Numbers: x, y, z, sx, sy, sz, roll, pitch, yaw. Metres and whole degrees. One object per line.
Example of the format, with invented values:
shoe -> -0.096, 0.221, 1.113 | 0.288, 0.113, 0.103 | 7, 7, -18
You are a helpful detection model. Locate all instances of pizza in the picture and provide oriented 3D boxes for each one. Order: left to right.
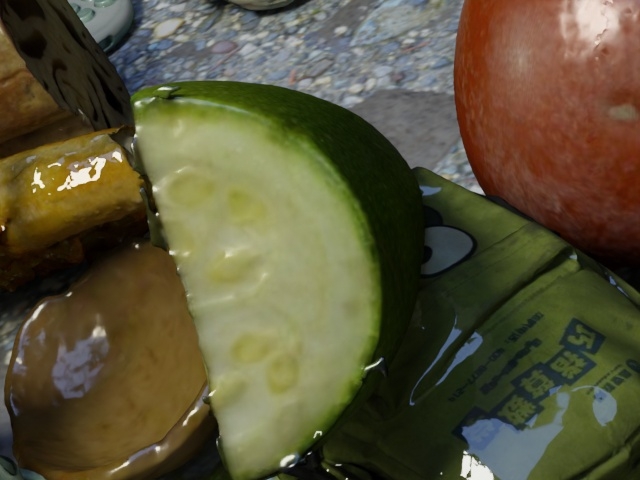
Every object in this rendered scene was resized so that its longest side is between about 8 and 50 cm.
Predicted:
pizza -> -0.193, -0.015, 1.193 | 0.226, 0.086, 0.336 | -10, -4, -43

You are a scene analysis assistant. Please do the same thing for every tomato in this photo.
tomato -> 0.208, -0.113, 0.999 | 0.265, 0.265, 0.265 | -15, 34, 10

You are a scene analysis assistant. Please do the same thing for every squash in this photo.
squash -> 0.000, 0.000, 0.895 | 0.111, 0.203, 0.289 | -17, -2, 8

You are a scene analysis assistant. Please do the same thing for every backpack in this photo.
backpack -> 0.075, 0.078, 0.903 | 0.207, 0.140, 0.253 | -36, 42, -23

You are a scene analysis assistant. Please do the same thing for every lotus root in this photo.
lotus root -> -0.262, -0.110, 1.314 | 0.180, 0.188, 0.199 | -29, 13, 10

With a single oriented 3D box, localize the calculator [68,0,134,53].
calculator -> -0.297, -0.206, 1.600 | 0.295, 0.042, 0.184 | 18, 49, 41

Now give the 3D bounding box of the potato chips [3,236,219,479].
potato chips -> -0.114, 0.083, 1.051 | 0.208, 0.062, 0.195 | -9, 49, 42

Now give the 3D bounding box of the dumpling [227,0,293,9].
dumpling -> -0.066, -0.255, 1.481 | 0.136, 0.118, 0.199 | -34, 14, -23

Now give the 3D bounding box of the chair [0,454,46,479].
chair -> -0.277, 0.056, 0.971 | 0.191, 0.274, 0.203 | -25, -20, 40
